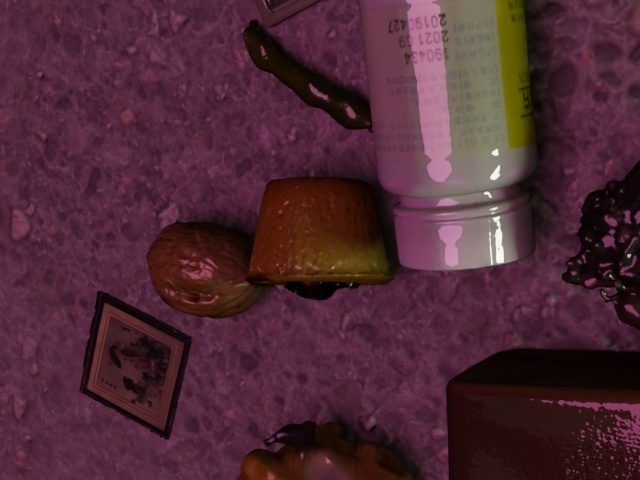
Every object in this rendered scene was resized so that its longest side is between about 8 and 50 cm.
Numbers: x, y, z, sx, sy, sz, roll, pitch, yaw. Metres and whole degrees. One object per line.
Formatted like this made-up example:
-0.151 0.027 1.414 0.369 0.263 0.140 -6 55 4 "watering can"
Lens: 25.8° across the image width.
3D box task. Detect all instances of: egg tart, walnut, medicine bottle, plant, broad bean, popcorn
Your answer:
0.000 0.000 1.976 0.215 0.215 0.170 -2 85 31 "egg tart"
-0.167 0.043 2.105 0.184 0.155 0.155 14 108 28 "walnut"
0.171 -0.164 1.815 0.214 0.213 0.378 0 102 31 "medicine bottle"
0.415 0.001 1.732 0.204 0.178 0.234 42 123 11 "plant"
-0.023 -0.232 2.013 0.256 0.052 0.053 39 77 20 "broad bean"
-0.006 0.426 2.051 0.297 0.281 0.315 29 76 27 "popcorn"

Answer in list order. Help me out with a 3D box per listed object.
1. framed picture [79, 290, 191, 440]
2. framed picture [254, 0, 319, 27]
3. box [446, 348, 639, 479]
-0.310 0.208 2.308 0.195 0.010 0.199 24 113 24 "framed picture"
0.003 -0.469 1.956 0.324 0.020 0.240 -21 91 33 "framed picture"
0.346 0.275 1.805 0.340 0.239 0.229 0 99 31 "box"
